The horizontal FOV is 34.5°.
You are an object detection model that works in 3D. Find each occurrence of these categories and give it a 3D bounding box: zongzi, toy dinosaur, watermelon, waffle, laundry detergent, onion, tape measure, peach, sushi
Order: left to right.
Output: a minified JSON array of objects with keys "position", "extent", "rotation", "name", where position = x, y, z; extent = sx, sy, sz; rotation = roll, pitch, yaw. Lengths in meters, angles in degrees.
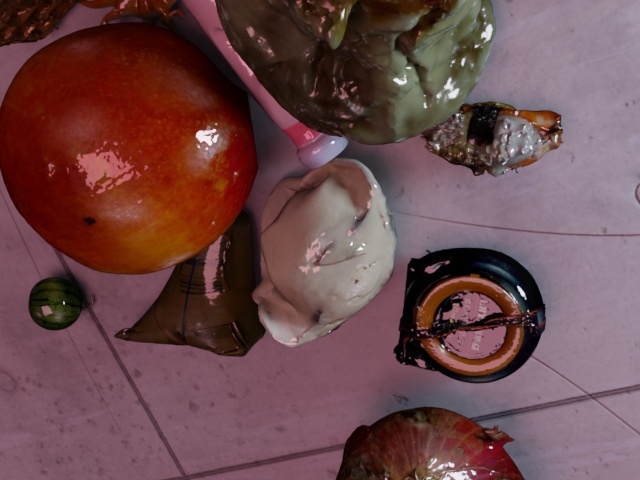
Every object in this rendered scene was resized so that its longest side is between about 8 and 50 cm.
[{"position":[-0.414,-0.407,1.520],"extent":[0.308,0.213,0.091],"rotation":[-38,87,32],"name":"waffle"},{"position":[-0.482,0.118,1.887],"extent":[0.109,0.109,0.109],"rotation":[10,118,19],"name":"watermelon"},{"position":[-0.286,-0.375,1.580],"extent":[0.212,0.057,0.142],"rotation":[30,118,9],"name":"toy dinosaur"},{"position":[-0.272,-0.137,1.513],"extent":[0.389,0.388,0.388],"rotation":[10,118,19],"name":"peach"},{"position":[-0.241,0.064,1.745],"extent":[0.289,0.123,0.260],"rotation":[4,112,26],"name":"zongzi"},{"position":[-0.080,-0.256,1.499],"extent":[0.088,0.159,0.335],"rotation":[-35,104,3],"name":"laundry detergent"},{"position":[0.179,0.434,1.635],"extent":[0.354,0.353,0.353],"rotation":[10,118,19],"name":"onion"},{"position":[0.228,0.111,1.557],"extent":[0.223,0.135,0.202],"rotation":[11,109,16],"name":"tape measure"},{"position":[0.225,-0.142,1.447],"extent":[0.226,0.103,0.097],"rotation":[9,117,28],"name":"sushi"}]

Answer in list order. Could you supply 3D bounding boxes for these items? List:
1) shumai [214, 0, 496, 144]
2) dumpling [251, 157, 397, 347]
[{"position":[0.050,-0.306,1.262],"extent":[0.397,0.323,0.324],"rotation":[45,90,-6],"name":"shumai"},{"position":[0.000,0.000,1.606],"extent":[0.243,0.187,0.318],"rotation":[46,118,43],"name":"dumpling"}]
